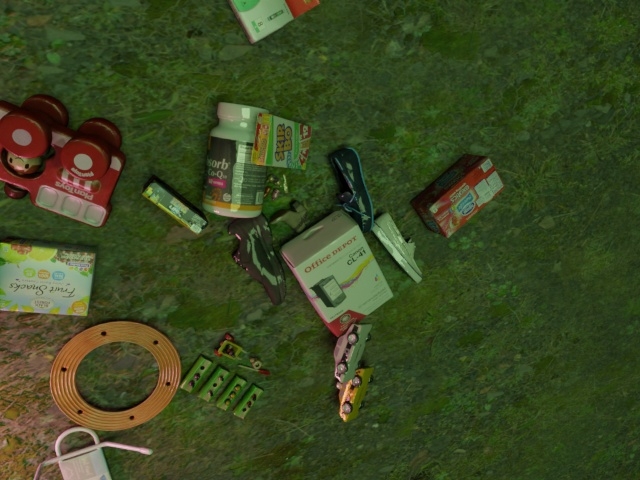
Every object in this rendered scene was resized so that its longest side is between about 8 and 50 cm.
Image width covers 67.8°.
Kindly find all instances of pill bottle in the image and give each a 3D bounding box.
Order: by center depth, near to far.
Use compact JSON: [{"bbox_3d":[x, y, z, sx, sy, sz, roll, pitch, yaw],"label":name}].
[{"bbox_3d":[-0.216,-0.208,1.240,0.162,0.162,0.278,4,102,-21],"label":"pill bottle"}]

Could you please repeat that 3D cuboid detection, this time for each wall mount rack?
[{"bbox_3d":[-0.611,0.693,1.353,0.305,0.130,0.349,-13,109,-17],"label":"wall mount rack"}]

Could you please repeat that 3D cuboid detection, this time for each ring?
[{"bbox_3d":[-0.567,0.379,1.340,0.337,0.032,0.336,-5,105,-18],"label":"ring"}]

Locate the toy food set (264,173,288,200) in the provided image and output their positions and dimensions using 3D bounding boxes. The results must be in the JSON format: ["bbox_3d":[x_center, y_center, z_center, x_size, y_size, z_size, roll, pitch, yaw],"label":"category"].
[{"bbox_3d":[-0.152,-0.149,1.356,0.122,0.019,0.077,-14,108,-16],"label":"toy food set"}]

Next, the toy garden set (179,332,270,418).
[{"bbox_3d":[-0.262,0.416,1.443,0.244,0.049,0.203,38,86,-27],"label":"toy garden set"}]

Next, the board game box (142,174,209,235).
[{"bbox_3d":[-0.372,-0.092,1.224,0.170,0.141,0.048,41,89,-24],"label":"board game box"}]

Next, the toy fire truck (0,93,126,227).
[{"bbox_3d":[-0.623,-0.177,1.113,0.303,0.169,0.253,22,114,-23],"label":"toy fire truck"}]

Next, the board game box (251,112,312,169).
[{"bbox_3d":[-0.096,-0.253,1.246,0.259,0.039,0.124,-11,112,-63],"label":"board game box"}]

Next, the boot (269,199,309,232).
[{"bbox_3d":[-0.083,-0.058,1.388,0.118,0.042,0.086,-39,123,-16],"label":"boot"}]

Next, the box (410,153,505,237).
[{"bbox_3d":[0.435,-0.145,1.515,0.257,0.123,0.128,-41,113,-6],"label":"box"}]

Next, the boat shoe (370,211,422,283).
[{"bbox_3d":[0.257,0.023,1.517,0.088,0.096,0.267,-41,106,-1],"label":"boat shoe"}]

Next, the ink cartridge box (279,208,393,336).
[{"bbox_3d":[0.052,0.100,1.412,0.226,0.131,0.306,-35,125,-7],"label":"ink cartridge box"}]

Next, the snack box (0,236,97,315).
[{"bbox_3d":[-0.685,0.092,1.198,0.207,0.070,0.174,9,101,-20],"label":"snack box"}]

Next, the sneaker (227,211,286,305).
[{"bbox_3d":[-0.181,0.059,1.367,0.130,0.109,0.286,-19,101,-8],"label":"sneaker"}]

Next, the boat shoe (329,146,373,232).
[{"bbox_3d":[0.081,-0.140,1.408,0.089,0.109,0.258,-20,95,-26],"label":"boat shoe"}]

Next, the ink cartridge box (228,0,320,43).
[{"bbox_3d":[-0.126,-0.642,1.218,0.225,0.056,0.180,-34,113,-7],"label":"ink cartridge box"}]

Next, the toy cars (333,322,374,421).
[{"bbox_3d":[0.092,0.410,1.513,0.176,0.087,0.393,-42,139,-38],"label":"toy cars"}]
